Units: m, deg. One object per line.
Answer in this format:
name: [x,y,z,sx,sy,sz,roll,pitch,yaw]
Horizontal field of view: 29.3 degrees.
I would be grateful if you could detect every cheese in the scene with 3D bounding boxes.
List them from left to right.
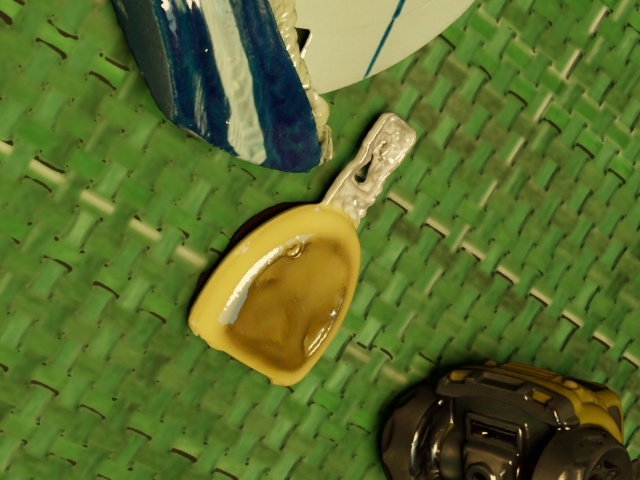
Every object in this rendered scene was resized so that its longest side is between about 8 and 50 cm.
cheese: [0.000,0.000,0.682,0.086,0.036,0.162,35,89,-29]

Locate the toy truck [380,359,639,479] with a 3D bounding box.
toy truck: [0.138,0.175,0.749,0.165,0.147,0.224,-19,111,-44]

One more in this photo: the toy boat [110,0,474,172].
toy boat: [0.026,-0.164,0.649,0.291,0.067,0.220,-28,115,-27]
